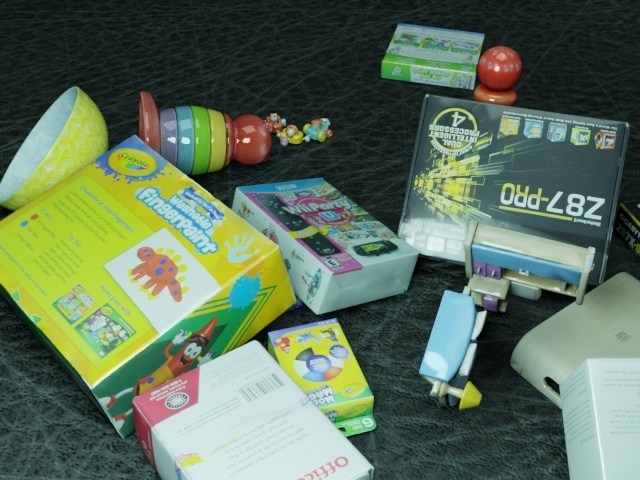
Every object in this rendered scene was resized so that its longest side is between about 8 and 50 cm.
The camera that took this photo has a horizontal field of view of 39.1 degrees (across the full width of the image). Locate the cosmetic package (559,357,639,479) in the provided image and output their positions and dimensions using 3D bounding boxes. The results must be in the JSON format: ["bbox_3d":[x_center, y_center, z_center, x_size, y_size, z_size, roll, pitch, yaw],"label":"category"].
[{"bbox_3d":[0.449,0.278,1.311,0.151,0.151,0.184,0,67,-2],"label":"cosmetic package"}]

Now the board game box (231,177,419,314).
[{"bbox_3d":[0.000,0.000,1.712,0.224,0.098,0.303,-10,37,-40],"label":"board game box"}]

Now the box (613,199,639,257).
[{"bbox_3d":[0.794,0.001,1.791,0.321,0.079,0.257,-9,41,-13],"label":"box"}]

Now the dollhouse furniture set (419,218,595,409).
[{"bbox_3d":[0.300,0.168,1.461,0.198,0.286,0.303,15,68,18],"label":"dollhouse furniture set"}]

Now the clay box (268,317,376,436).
[{"bbox_3d":[0.002,0.229,1.489,0.127,0.053,0.222,-11,39,-15],"label":"clay box"}]

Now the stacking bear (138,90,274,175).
[{"bbox_3d":[-0.249,-0.223,1.987,0.289,0.175,0.164,-2,35,-16],"label":"stacking bear"}]

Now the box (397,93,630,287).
[{"bbox_3d":[0.366,-0.096,1.738,0.394,0.318,0.097,11,-4,12],"label":"box"}]

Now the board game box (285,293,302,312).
[{"bbox_3d":[-0.163,0.097,1.657,0.210,0.047,0.160,-22,44,-26],"label":"board game box"}]

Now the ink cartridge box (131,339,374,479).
[{"bbox_3d":[-0.104,0.316,1.312,0.226,0.131,0.306,-22,45,-27],"label":"ink cartridge box"}]

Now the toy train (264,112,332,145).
[{"bbox_3d":[-0.054,-0.277,2.142,0.166,0.046,0.125,-4,39,-7],"label":"toy train"}]

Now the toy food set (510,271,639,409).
[{"bbox_3d":[0.512,0.195,1.538,0.306,0.092,0.219,-29,47,-21],"label":"toy food set"}]

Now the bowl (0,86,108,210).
[{"bbox_3d":[-0.520,-0.155,1.856,0.156,0.289,0.289,36,28,-27],"label":"bowl"}]

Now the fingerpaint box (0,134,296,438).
[{"bbox_3d":[-0.328,0.058,1.556,0.371,0.163,0.444,-38,51,-21],"label":"fingerpaint box"}]

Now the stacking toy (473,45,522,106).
[{"bbox_3d":[0.352,-0.239,1.868,0.141,0.330,0.141,2,33,-2],"label":"stacking toy"}]

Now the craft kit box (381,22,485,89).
[{"bbox_3d":[0.309,-0.502,2.438,0.249,0.061,0.247,10,36,11],"label":"craft kit box"}]
